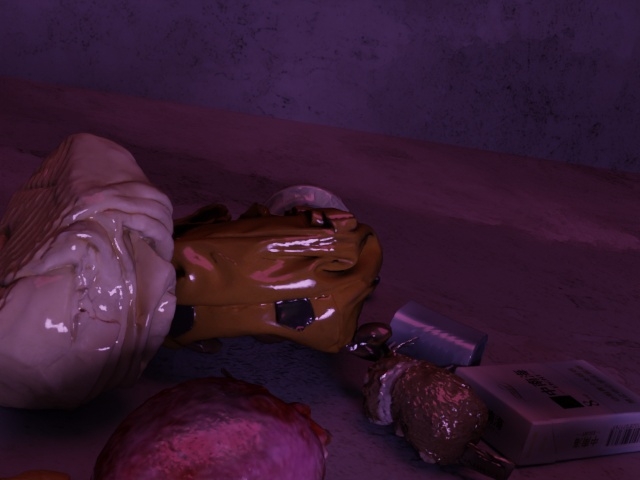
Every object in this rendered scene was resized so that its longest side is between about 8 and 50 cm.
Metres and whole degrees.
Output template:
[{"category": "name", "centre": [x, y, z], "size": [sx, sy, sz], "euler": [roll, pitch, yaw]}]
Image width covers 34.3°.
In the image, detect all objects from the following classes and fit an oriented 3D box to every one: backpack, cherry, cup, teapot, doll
[{"category": "backpack", "centre": [-0.073, 0.050, 1.403], "size": [0.353, 0.201, 0.378], "euler": [0, 7, 11]}, {"category": "cherry", "centre": [-0.108, 0.210, 0.919], "size": [0.192, 0.175, 0.249], "euler": [30, 19, 30]}, {"category": "cup", "centre": [0.148, 0.154, 1.429], "size": [0.129, 0.095, 0.128], "euler": [21, 19, 20]}, {"category": "teapot", "centre": [0.001, -0.014, 1.744], "size": [0.221, 0.163, 0.178], "euler": [12, 10, -2]}, {"category": "doll", "centre": [0.136, 0.210, 1.239], "size": [0.105, 0.115, 0.221], "euler": [11, 21, -42]}]

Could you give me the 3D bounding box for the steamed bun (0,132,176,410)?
[{"category": "steamed bun", "centre": [-0.276, 0.053, 1.172], "size": [0.203, 0.276, 0.289], "euler": [39, 38, -31]}]

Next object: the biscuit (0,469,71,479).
[{"category": "biscuit", "centre": [-0.253, 0.265, 0.882], "size": [0.238, 0.041, 0.212], "euler": [22, 18, 29]}]

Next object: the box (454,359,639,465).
[{"category": "box", "centre": [0.307, 0.223, 1.373], "size": [0.243, 0.067, 0.155], "euler": [2, 19, -32]}]
